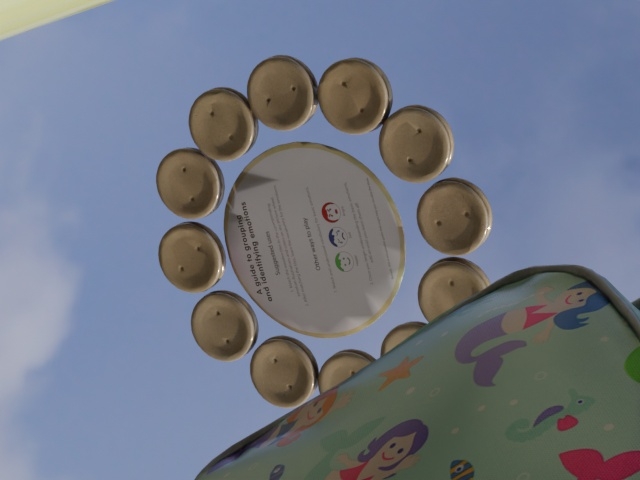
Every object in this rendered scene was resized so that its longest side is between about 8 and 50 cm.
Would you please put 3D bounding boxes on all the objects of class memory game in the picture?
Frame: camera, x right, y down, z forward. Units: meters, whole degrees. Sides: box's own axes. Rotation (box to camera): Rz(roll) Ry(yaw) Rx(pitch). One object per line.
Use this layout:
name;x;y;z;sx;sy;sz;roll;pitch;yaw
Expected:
memory game;0.000;0.000;0.935;0.186;0.012;0.186;8;-71;25

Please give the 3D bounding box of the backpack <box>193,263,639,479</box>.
backpack;0.086;0.123;0.599;0.253;0.191;0.225;-27;-152;6

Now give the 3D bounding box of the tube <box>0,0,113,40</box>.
tube;-0.074;-0.072;0.404;0.070;0.240;0.062;7;-64;59
